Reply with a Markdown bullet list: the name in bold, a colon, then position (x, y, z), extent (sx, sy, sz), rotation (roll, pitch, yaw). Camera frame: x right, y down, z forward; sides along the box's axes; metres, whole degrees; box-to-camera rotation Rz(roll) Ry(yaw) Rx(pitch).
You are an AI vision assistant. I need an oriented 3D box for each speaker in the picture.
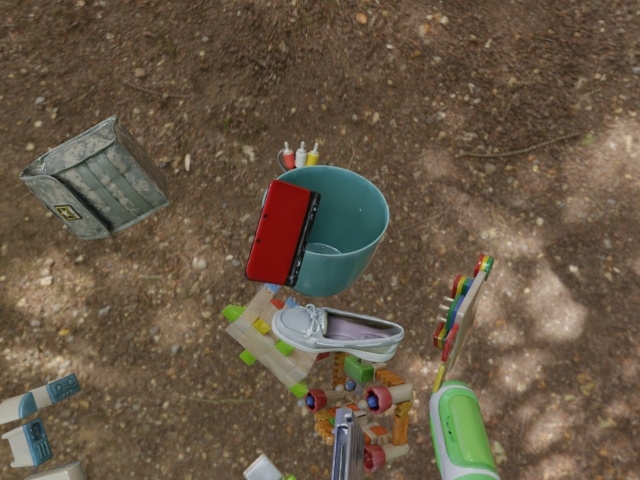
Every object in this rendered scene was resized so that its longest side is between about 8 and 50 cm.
- **speaker**: position (0.333, 0.475, 1.353), extent (0.131, 0.296, 0.131), rotation (0, 122, 1)

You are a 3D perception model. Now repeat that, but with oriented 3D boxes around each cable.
- **cable**: position (-0.070, -0.179, 1.801), extent (0.140, 0.072, 0.287), rotation (5, 117, 10)

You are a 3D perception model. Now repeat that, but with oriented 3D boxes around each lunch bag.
- **lunch bag**: position (-0.569, -0.138, 1.460), extent (0.287, 0.168, 0.235), rotation (-28, 131, 4)

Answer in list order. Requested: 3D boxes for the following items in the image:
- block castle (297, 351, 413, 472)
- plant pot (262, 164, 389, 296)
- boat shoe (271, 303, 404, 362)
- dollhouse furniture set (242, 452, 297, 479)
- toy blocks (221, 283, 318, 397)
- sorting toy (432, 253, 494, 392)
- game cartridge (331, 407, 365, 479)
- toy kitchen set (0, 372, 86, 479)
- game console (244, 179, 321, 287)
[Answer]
- **block castle**: position (0.099, 0.542, 1.968), extent (0.213, 0.453, 0.302), rotation (-6, 109, -30)
- **plant pot**: position (0.000, 0.000, 1.406), extent (0.293, 0.292, 0.235), rotation (5, 138, -5)
- **boat shoe**: position (0.042, 0.216, 1.416), extent (0.321, 0.118, 0.103), rotation (15, 136, -4)
- **dollhouse furniture set**: position (-0.127, 0.496, 1.058), extent (0.198, 0.301, 0.151), rotation (-41, 83, -16)
- **toy blocks**: position (-0.133, 0.301, 1.947), extent (0.381, 0.261, 0.191), rotation (44, 123, -5)
- **sorting toy**: position (0.228, 0.136, 0.983), extent (0.046, 0.274, 0.132), rotation (19, 128, 22)
- **game cartridge**: position (0.069, 0.661, 1.545), extent (0.068, 0.354, 0.230), rotation (-1, 143, 10)
- **toy kitchen set**: position (-0.514, 0.385, 1.148), extent (0.122, 0.166, 0.207), rotation (-18, 89, 16)
- **game console**: position (-0.061, -0.012, 0.841), extent (0.085, 0.124, 0.143), rotation (16, 92, -15)
